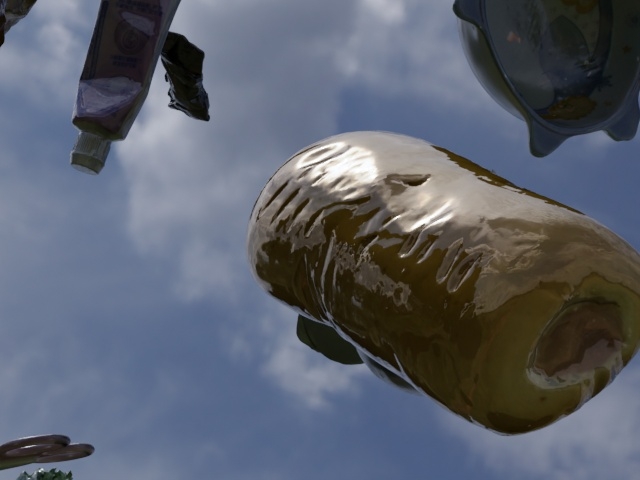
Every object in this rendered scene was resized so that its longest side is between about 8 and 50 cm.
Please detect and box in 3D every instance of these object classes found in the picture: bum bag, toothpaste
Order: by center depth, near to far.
[{"bbox_3d":[-0.167,-0.203,1.592,0.075,0.301,0.048,17,-12,-3],"label":"toothpaste"},{"bbox_3d":[-0.138,-0.167,1.817,0.058,0.034,0.124,28,-28,20],"label":"bum bag"}]

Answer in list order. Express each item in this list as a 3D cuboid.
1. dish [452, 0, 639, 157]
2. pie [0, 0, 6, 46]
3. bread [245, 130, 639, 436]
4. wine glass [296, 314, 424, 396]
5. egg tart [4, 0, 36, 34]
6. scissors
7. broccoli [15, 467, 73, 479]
[{"bbox_3d":[0.169,-0.183,1.483,0.086,0.228,0.236,-5,-80,51],"label":"dish"},{"bbox_3d":[-0.257,-0.006,0.810,0.105,0.257,0.274,36,-55,-6],"label":"pie"},{"bbox_3d":[0.063,0.007,1.015,0.305,0.142,0.091,29,-25,58],"label":"bread"},{"bbox_3d":[0.068,0.062,1.326,0.103,0.103,0.222,37,-10,-23],"label":"wine glass"},{"bbox_3d":[-0.281,-0.170,1.047,0.351,0.339,0.153,-3,-57,39],"label":"egg tart"},{"bbox_3d":[-0.261,0.167,1.342,0.176,0.022,0.085,-11,-16,13],"label":"scissors"},{"bbox_3d":[-0.247,0.340,1.526,0.241,0.269,0.262,-14,-82,19],"label":"broccoli"}]
